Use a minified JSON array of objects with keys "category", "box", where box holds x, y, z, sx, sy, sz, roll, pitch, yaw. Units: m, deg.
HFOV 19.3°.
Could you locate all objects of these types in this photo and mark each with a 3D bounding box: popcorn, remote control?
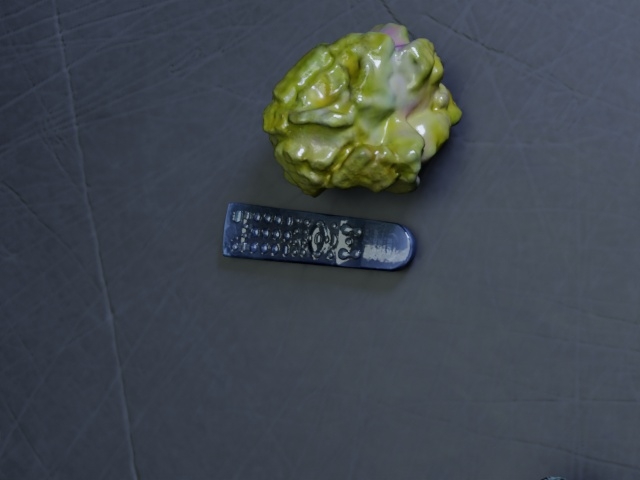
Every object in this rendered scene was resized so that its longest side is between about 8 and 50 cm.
[{"category":"popcorn","box":[0.029,-0.093,1.396,0.145,0.125,0.126,-46,109,-31]},{"category":"remote control","box":[-0.001,0.000,1.449,0.152,0.027,0.044,7,95,15]}]

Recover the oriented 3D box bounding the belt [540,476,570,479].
[{"category":"belt","box":[0.252,0.278,1.286,0.295,0.207,0.160,30,96,11]}]
